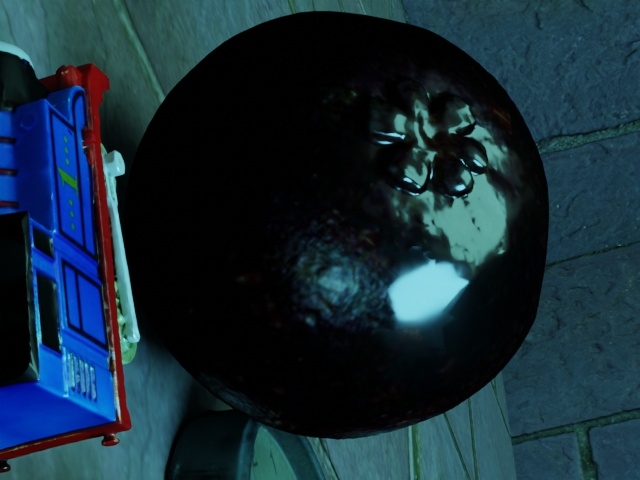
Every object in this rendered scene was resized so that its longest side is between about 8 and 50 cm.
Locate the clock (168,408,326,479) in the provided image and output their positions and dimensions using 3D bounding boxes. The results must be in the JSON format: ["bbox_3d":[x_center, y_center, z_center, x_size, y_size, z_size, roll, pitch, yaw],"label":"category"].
[{"bbox_3d":[-0.031,0.251,0.892,0.280,0.055,0.281,-14,90,-78],"label":"clock"}]

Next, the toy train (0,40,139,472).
[{"bbox_3d":[-0.146,-0.001,0.601,0.131,0.082,0.204,48,29,-62],"label":"toy train"}]

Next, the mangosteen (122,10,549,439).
[{"bbox_3d":[0.002,-0.014,0.871,0.313,0.297,0.297,11,-58,62],"label":"mangosteen"}]
